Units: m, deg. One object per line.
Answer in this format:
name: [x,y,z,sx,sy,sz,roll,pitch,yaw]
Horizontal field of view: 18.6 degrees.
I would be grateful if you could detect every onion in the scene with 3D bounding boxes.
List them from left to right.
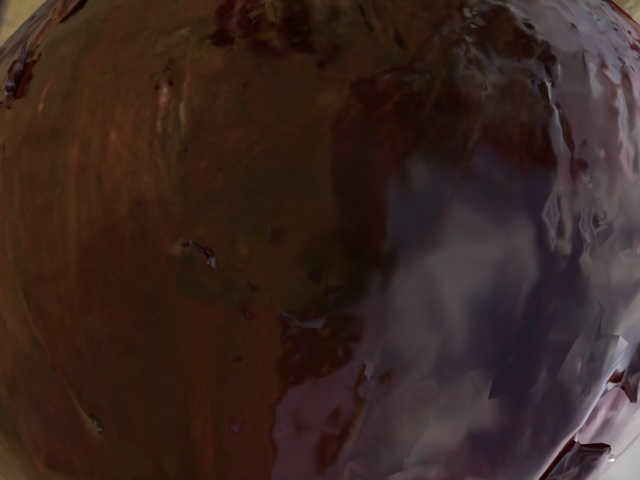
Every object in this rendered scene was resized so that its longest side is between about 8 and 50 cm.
onion: [0.000,0.000,0.667,0.276,0.276,0.276,21,90,-88]

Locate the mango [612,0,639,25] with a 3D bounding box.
mango: [0.145,-0.224,1.241,0.445,0.220,0.301,125,-16,-47]
